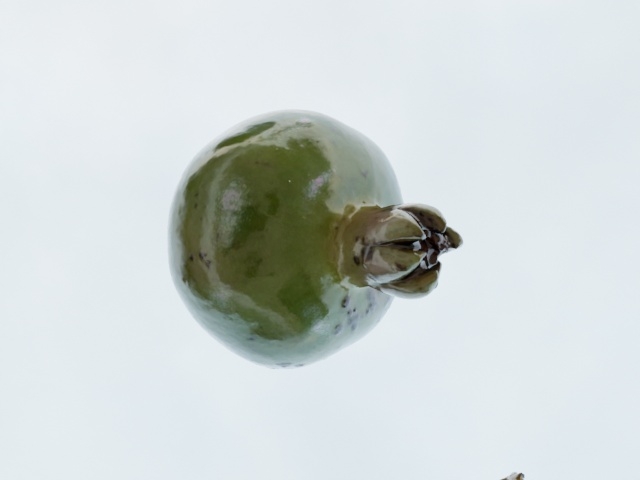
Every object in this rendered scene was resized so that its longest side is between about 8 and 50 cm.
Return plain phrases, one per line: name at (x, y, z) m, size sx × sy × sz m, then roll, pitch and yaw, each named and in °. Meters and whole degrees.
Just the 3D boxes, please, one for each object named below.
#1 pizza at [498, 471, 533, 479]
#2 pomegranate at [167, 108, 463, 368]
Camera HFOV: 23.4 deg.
pizza at (0.121, 0.199, 0.887) m, size 0.287 × 0.251 × 0.074 m, roll -30°, pitch -81°, yaw 24°
pomegranate at (-0.008, -0.012, 1.066) m, size 0.210 × 0.179 × 0.179 m, roll -34°, pitch -109°, yaw 42°
